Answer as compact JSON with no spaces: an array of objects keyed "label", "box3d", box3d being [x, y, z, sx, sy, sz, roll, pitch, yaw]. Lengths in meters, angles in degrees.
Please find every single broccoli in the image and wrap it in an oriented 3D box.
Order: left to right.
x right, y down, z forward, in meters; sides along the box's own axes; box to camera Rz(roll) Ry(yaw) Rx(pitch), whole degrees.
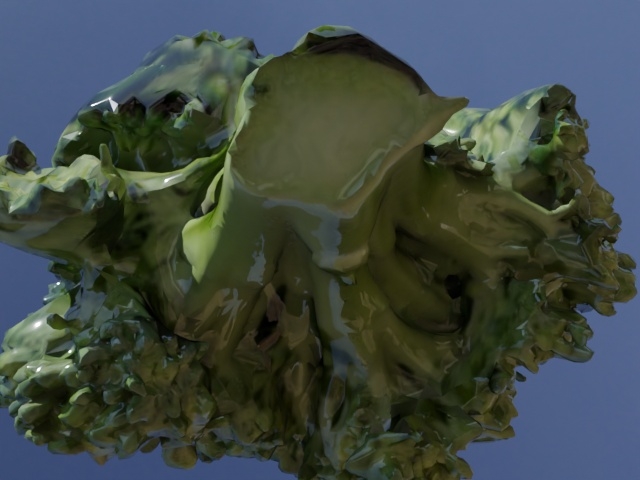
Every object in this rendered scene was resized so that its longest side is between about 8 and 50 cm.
[{"label":"broccoli","box3d":[-0.015,0.010,0.675,0.317,0.338,0.277,37,-120,-57]}]
